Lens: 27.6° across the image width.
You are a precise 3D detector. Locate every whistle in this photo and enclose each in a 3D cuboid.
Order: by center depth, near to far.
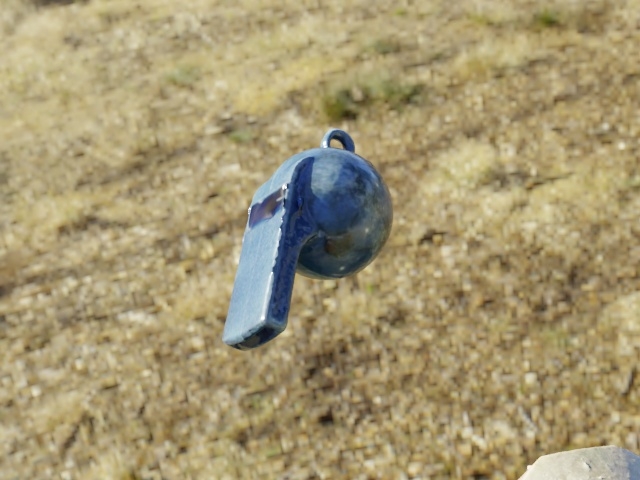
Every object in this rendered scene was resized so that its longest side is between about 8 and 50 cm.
[{"bbox_3d":[0.000,0.000,0.791,0.090,0.090,0.158,1,63,18],"label":"whistle"}]

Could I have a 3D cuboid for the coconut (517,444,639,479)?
[{"bbox_3d":[0.189,0.225,0.927,0.147,0.153,0.147,2,66,-5],"label":"coconut"}]
